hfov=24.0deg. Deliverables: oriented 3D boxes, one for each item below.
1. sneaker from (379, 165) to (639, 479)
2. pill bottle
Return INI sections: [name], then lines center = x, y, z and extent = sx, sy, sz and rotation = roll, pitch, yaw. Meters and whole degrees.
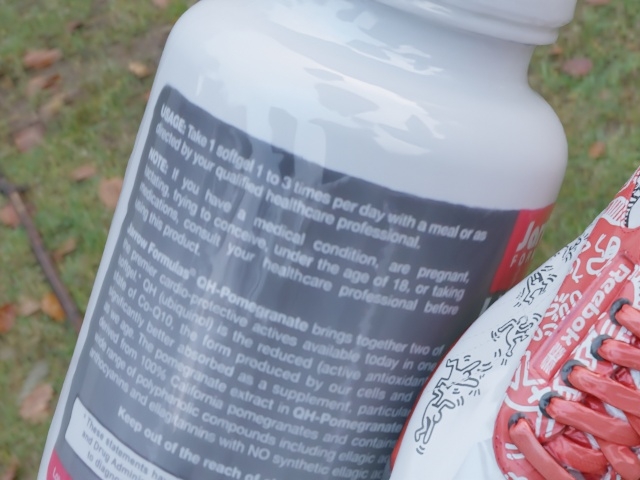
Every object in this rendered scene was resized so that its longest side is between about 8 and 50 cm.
[sneaker]
center = 0.119, 0.029, 0.516
extent = 0.090, 0.145, 0.270
rotation = 42, 79, 0
[pill bottle]
center = 0.000, 0.000, 0.644
extent = 0.176, 0.318, 0.176
rotation = 17, 17, -5
